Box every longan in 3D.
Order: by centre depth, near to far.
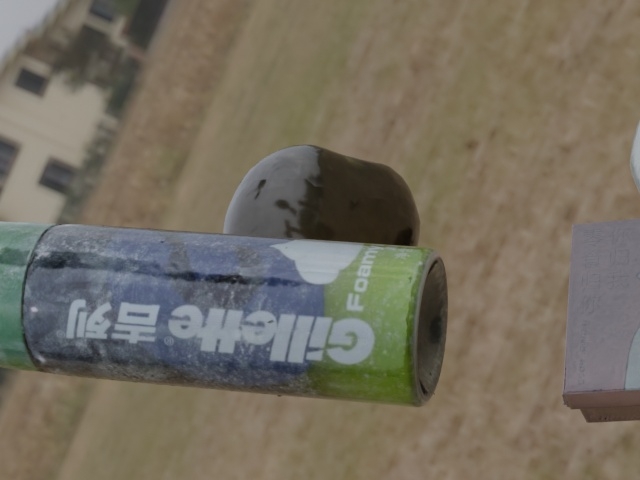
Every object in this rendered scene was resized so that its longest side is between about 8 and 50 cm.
[{"bbox_3d":[0.000,0.000,1.737,0.212,0.198,0.198,22,-88,-55],"label":"longan"}]

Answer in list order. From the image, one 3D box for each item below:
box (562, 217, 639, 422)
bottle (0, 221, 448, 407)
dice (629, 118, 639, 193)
[{"bbox_3d":[0.369,0.083,1.825,0.086,0.215,0.215,56,-144,-50],"label":"box"},{"bbox_3d":[-0.094,0.040,1.021,0.093,0.330,0.093,4,-90,-74],"label":"bottle"},{"bbox_3d":[0.342,-0.005,0.737,0.304,0.304,0.277,-38,23,11],"label":"dice"}]
